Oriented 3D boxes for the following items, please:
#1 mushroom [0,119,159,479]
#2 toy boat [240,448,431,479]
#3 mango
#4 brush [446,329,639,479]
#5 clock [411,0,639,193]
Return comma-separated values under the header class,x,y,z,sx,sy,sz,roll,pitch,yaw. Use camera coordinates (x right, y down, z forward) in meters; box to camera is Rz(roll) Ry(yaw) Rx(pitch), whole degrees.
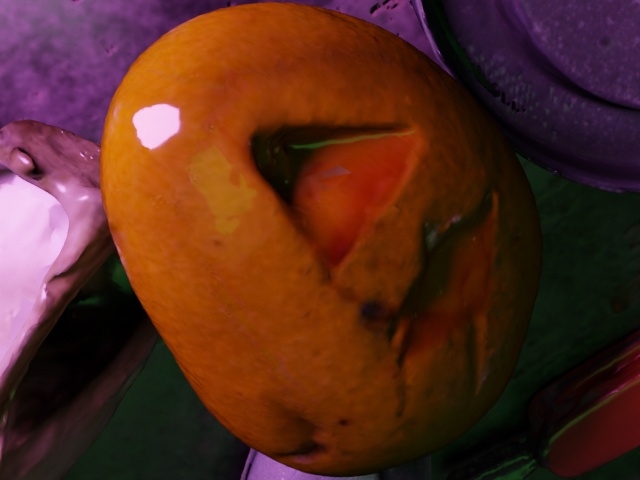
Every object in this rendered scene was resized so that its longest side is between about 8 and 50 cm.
class,x,y,z,sx,sy,sz,roll,pitch,yaw
mushroom,-0.233,0.034,0.856,0.217,0.212,0.292,32,112,20
toy boat,0.006,0.210,0.985,0.141,0.092,0.319,13,98,0
mango,0.000,0.000,0.789,0.365,0.182,0.253,39,76,-46
brush,0.236,0.114,1.009,0.323,0.051,0.070,-29,122,1
clock,0.234,-0.217,0.842,0.386,0.076,0.386,-3,114,-8
